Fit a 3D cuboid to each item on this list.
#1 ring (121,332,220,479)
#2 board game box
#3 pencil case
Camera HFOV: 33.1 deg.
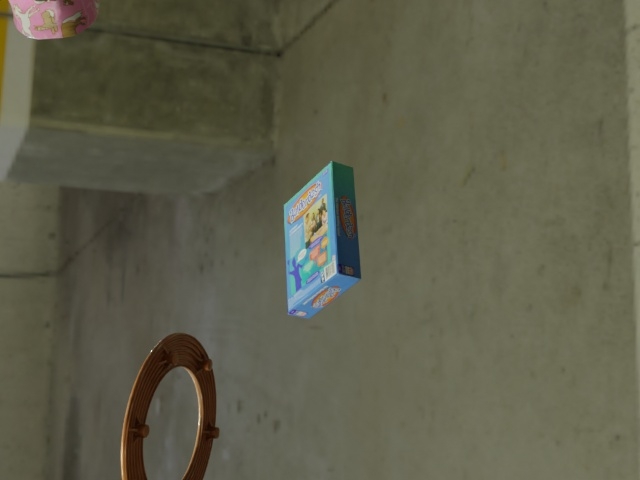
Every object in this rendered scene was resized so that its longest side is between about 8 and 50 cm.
[{"bbox_3d":[-0.244,0.326,1.841,0.336,0.032,0.337,3,-90,-71],"label":"ring"},{"bbox_3d":[0.000,0.000,1.765,0.160,0.047,0.210,-40,45,47],"label":"board game box"},{"bbox_3d":[-0.484,-0.519,1.773,0.386,0.167,0.160,81,-149,-49],"label":"pencil case"}]
